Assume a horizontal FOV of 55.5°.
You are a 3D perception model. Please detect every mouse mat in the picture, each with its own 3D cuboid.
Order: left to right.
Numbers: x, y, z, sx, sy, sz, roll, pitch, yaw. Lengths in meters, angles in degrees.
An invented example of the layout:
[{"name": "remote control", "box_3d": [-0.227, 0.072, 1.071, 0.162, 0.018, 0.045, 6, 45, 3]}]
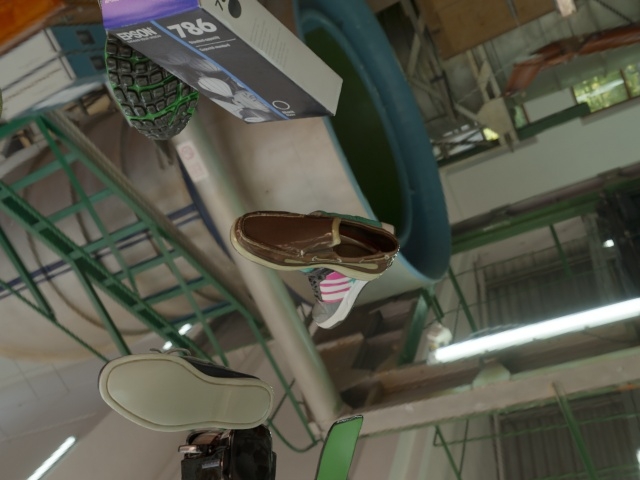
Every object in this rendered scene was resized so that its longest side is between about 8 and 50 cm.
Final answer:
[{"name": "mouse mat", "box_3d": [0.004, 0.284, 0.659, 0.007, 0.189, 0.152, 14, 172, 19]}]

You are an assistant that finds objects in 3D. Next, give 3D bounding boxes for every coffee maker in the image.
[{"name": "coffee maker", "box_3d": [-0.160, 0.414, 1.077, 0.120, 0.171, 0.178, -9, 167, -39]}]

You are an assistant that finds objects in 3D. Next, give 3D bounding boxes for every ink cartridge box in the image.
[{"name": "ink cartridge box", "box_3d": [-0.128, -0.242, 0.741, 0.166, 0.065, 0.333, 3, 165, 36]}]

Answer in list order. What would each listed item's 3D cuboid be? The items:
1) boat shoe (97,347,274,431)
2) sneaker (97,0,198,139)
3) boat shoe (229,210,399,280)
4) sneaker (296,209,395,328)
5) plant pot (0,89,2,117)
[{"name": "boat shoe", "box_3d": [-0.176, 0.190, 0.791, 0.255, 0.095, 0.079, 16, 174, -42]}, {"name": "sneaker", "box_3d": [-0.269, -0.327, 0.943, 0.134, 0.343, 0.146, -11, -173, -12]}, {"name": "boat shoe", "box_3d": [0.000, -0.007, 0.900, 0.258, 0.095, 0.095, 8, 151, -25]}, {"name": "sneaker", "box_3d": [-0.004, 0.050, 1.119, 0.123, 0.179, 0.295, -79, -166, -44]}, {"name": "plant pot", "box_3d": [-0.685, -0.300, 0.984, 0.275, 0.274, 0.293, -32, 176, -26]}]
